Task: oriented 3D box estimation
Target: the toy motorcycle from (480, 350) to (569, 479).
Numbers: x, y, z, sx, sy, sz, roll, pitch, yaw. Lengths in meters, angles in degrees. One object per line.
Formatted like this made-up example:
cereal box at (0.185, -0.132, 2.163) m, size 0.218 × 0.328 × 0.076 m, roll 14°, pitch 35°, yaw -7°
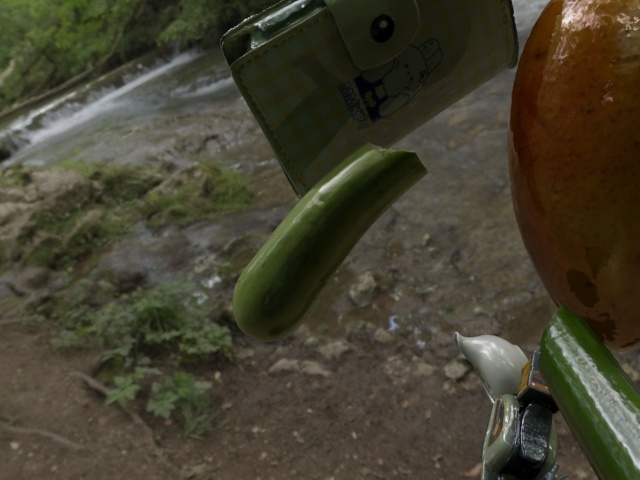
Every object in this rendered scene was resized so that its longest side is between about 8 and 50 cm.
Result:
toy motorcycle at (0.263, 0.293, 0.732) m, size 0.090 × 0.157 × 0.263 m, roll 19°, pitch 51°, yaw 9°

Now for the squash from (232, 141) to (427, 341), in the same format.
squash at (0.000, 0.000, 0.569) m, size 0.250 × 0.083 × 0.083 m, roll -50°, pitch 23°, yaw 6°

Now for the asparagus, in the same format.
asparagus at (0.200, 0.143, 0.344) m, size 0.060 × 0.067 × 0.278 m, roll 1°, pitch 27°, yaw -6°

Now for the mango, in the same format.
mango at (0.271, -0.064, 0.528) m, size 0.199 × 0.350 × 0.201 m, roll -2°, pitch 10°, yaw -1°

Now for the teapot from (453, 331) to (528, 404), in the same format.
teapot at (0.313, 0.238, 0.956) m, size 0.092 × 0.226 × 0.145 m, roll -27°, pitch 3°, yaw 5°

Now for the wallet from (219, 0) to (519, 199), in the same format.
wallet at (0.065, -0.199, 0.615) m, size 0.309 × 0.223 × 0.077 m, roll -34°, pitch 44°, yaw -5°
